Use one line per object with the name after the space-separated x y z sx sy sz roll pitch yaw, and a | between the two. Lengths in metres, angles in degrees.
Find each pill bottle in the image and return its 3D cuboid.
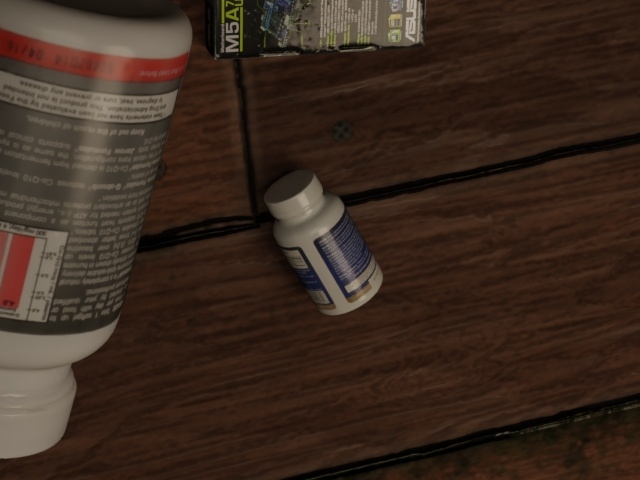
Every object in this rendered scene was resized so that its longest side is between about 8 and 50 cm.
-0.241 -0.028 1.455 0.210 0.210 0.363 10 108 -19 | pill bottle
0.000 0.000 1.613 0.067 0.067 0.120 -31 116 -2 | pill bottle

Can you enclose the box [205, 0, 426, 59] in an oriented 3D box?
-0.002 -0.247 1.528 0.184 0.045 0.191 -4 113 -11 | box
